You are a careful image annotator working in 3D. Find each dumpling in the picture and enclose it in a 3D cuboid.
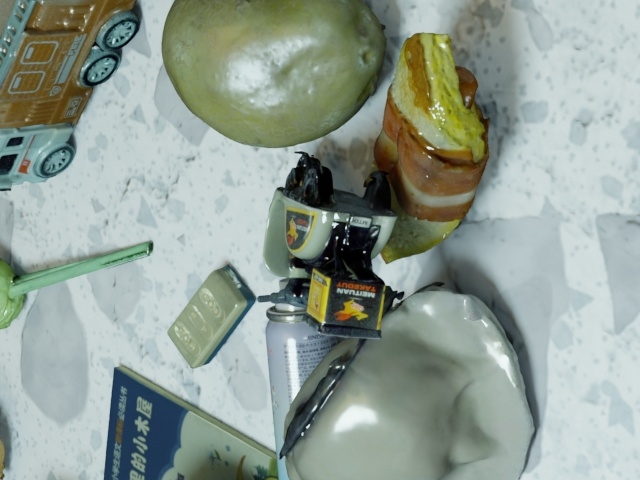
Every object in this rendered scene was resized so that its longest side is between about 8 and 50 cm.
[{"bbox_3d":[0.072,0.179,1.513,0.293,0.163,0.204,-51,61,25],"label":"dumpling"}]

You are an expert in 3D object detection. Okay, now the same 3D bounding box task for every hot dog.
[{"bbox_3d":[0.107,-0.086,1.453,0.261,0.093,0.123,104,154,-51],"label":"hot dog"}]

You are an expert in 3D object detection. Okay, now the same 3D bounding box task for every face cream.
[{"bbox_3d":[-0.015,0.152,1.641,0.075,0.075,0.229,4,102,42],"label":"face cream"}]

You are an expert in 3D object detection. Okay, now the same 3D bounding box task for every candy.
[{"bbox_3d":[-0.323,0.042,1.912,0.336,0.093,0.092,-16,132,35],"label":"candy"}]

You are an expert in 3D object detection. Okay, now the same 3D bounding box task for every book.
[{"bbox_3d":[-0.140,0.305,1.831,0.322,0.018,0.228,23,115,37],"label":"book"}]

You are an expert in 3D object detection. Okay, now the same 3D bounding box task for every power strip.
[{"bbox_3d":[-0.121,0.084,1.750,0.056,0.032,0.123,52,129,19],"label":"power strip"}]

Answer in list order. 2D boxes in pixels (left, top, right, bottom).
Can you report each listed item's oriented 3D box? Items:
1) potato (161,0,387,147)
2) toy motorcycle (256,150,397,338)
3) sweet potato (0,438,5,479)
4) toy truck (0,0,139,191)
[{"bbox_3d":[-0.048,-0.181,1.540,0.235,0.160,0.178,-7,134,30],"label":"potato"},{"bbox_3d":[0.000,0.000,1.499,0.263,0.091,0.157,-155,72,-74],"label":"toy motorcycle"},{"bbox_3d":[-0.528,0.188,2.093,0.336,0.131,0.131,52,130,32],"label":"sweet potato"},{"bbox_3d":[-0.337,-0.196,1.793,0.136,0.162,0.305,49,128,22],"label":"toy truck"}]
